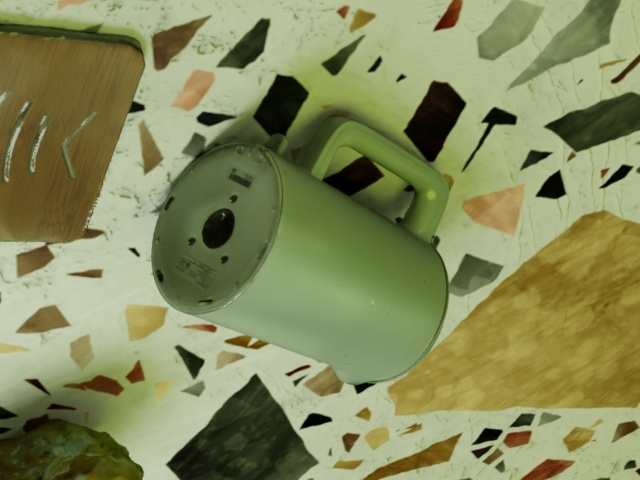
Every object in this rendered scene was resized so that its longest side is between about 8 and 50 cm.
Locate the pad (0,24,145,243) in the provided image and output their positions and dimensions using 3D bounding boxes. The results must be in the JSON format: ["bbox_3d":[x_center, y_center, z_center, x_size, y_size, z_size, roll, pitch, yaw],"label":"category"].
[{"bbox_3d":[-0.349,-0.107,1.662,0.284,0.018,0.286,2,130,-29],"label":"pad"}]

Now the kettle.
[{"bbox_3d":[-0.012,0.006,1.843,0.205,0.265,0.318,-16,149,40],"label":"kettle"}]

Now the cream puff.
[{"bbox_3d":[-0.332,0.349,1.943,0.282,0.282,0.185,-23,110,-4],"label":"cream puff"}]
